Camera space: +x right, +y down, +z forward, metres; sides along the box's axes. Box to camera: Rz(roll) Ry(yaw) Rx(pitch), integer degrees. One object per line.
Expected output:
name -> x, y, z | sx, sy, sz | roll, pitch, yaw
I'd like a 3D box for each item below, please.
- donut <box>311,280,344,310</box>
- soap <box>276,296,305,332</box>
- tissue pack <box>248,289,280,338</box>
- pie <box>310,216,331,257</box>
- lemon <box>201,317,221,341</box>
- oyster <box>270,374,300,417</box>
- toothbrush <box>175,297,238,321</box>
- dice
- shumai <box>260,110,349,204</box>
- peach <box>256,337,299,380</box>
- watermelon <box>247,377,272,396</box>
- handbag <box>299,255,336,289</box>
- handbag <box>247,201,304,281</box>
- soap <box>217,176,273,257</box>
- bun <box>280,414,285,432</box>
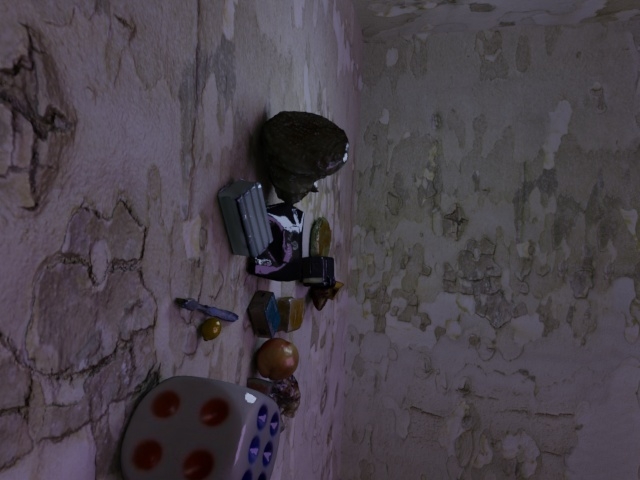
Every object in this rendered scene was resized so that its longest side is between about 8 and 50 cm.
donut -> 0.007, 0.321, 2.517 | 0.295, 0.151, 0.113 | -24, 131, -59
soap -> -0.144, 0.355, 2.043 | 0.257, 0.080, 0.161 | 19, 76, -74
tissue pack -> -0.227, 0.302, 1.712 | 0.120, 0.082, 0.169 | -70, 158, -49
pie -> 0.000, 0.000, 2.525 | 0.306, 0.071, 0.307 | 0, 90, -73
lemon -> -0.343, 0.278, 1.312 | 0.062, 0.062, 0.083 | 77, 28, -46
oyster -> -0.164, 0.710, 2.018 | 0.271, 0.100, 0.276 | 36, 62, -55
toothbrush -> -0.344, 0.229, 1.351 | 0.413, 0.042, 0.035 | 56, 50, -69
dice -> -0.291, 0.522, 1.089 | 0.304, 0.303, 0.277 | 72, 27, -54
shumai -> -0.081, -0.310, 1.700 | 0.398, 0.323, 0.324 | 57, -31, 35
peach -> -0.181, 0.497, 1.755 | 0.184, 0.184, 0.185 | 3, 90, -75
watermelon -> -0.249, 0.616, 1.687 | 0.158, 0.097, 0.121 | -64, 153, -47
handbag -> -0.016, 0.180, 2.304 | 0.254, 0.181, 0.182 | 17, 70, -74
handbag -> -0.185, 0.007, 1.719 | 0.287, 0.152, 0.343 | 0, 92, -59
soap -> -0.258, -0.076, 1.458 | 0.150, 0.094, 0.262 | -52, 142, -47
bun -> -0.224, 0.752, 1.759 | 0.166, 0.113, 0.173 | 47, -16, 51
